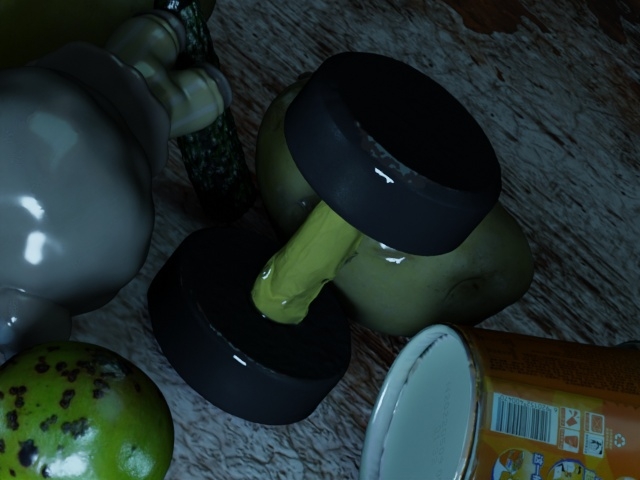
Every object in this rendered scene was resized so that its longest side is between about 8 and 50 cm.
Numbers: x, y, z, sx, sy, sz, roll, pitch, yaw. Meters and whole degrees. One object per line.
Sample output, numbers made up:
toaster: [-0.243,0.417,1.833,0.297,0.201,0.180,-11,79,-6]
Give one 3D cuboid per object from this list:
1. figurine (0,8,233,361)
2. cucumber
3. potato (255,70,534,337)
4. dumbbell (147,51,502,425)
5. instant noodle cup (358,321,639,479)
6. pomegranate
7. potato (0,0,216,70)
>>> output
figurine: [-0.215,-0.072,1.596,0.380,0.203,0.248,-51,122,-46]
cucumber: [-0.124,-0.144,1.804,0.068,0.067,0.294,-90,169,-50]
potato: [0.068,-0.033,1.890,0.326,0.221,0.243,47,28,-8]
dumbbell: [0.000,0.000,1.676,0.203,0.322,0.204,28,33,-20]
instant noodle cup: [0.178,0.206,1.670,0.214,0.296,0.296,17,37,-20]
pomegranate: [-0.200,0.175,1.419,0.159,0.159,0.205,21,60,-29]
potato: [-0.253,-0.239,1.815,0.351,0.218,0.203,-32,102,-40]
